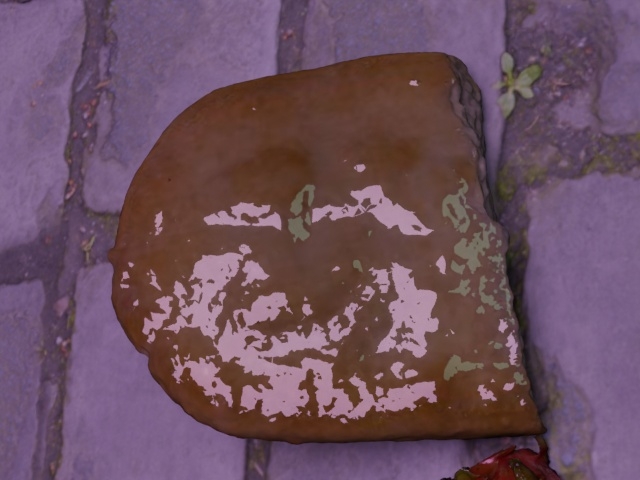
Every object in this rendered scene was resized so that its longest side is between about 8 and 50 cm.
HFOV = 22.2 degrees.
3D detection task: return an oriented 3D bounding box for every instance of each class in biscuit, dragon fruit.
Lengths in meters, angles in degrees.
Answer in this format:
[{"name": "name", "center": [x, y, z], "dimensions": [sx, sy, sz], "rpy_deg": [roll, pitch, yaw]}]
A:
[{"name": "biscuit", "center": [0.000, 0.000, 1.693], "dimensions": [0.446, 0.104, 0.429], "rpy_deg": [-2, 70, 5]}, {"name": "dragon fruit", "center": [0.168, 0.257, 1.587], "dimensions": [0.147, 0.096, 0.102], "rpy_deg": [-34, 57, 10]}]
